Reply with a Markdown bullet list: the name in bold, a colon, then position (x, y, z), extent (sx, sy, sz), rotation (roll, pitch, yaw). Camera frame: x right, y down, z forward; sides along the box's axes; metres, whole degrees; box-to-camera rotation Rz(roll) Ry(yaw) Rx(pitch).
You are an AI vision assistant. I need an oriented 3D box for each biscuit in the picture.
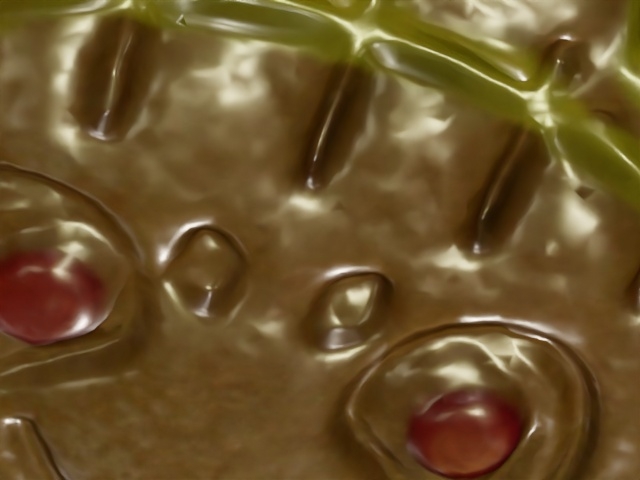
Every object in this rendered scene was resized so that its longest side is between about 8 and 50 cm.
- **biscuit**: position (0.000, 0.005, 0.465), extent (0.070, 0.394, 0.350), rotation (-91, -164, -58)
